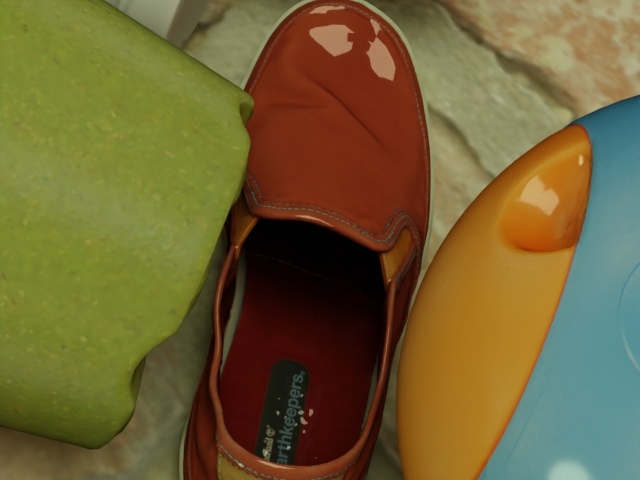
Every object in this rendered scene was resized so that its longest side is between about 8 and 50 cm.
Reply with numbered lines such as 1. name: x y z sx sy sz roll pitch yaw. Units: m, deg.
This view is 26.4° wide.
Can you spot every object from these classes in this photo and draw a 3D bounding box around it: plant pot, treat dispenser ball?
1. plant pot: -0.177 -0.035 0.606 0.254 0.276 0.276 25 59 -13
2. treat dispenser ball: 0.176 0.074 0.593 0.288 0.288 0.288 6 61 -10

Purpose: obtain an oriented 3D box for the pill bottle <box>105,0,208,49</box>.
1. pill bottle: -0.151 -0.173 0.749 0.187 0.112 0.112 26 60 1

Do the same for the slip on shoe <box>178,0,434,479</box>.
1. slip on shoe: 0.000 0.000 0.700 0.123 0.101 0.331 13 59 -4
